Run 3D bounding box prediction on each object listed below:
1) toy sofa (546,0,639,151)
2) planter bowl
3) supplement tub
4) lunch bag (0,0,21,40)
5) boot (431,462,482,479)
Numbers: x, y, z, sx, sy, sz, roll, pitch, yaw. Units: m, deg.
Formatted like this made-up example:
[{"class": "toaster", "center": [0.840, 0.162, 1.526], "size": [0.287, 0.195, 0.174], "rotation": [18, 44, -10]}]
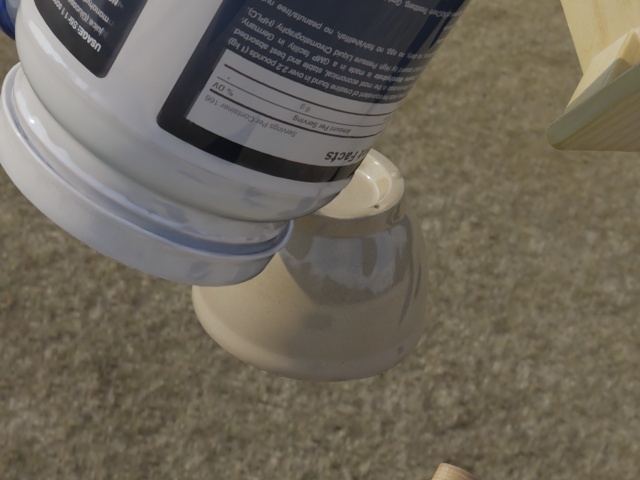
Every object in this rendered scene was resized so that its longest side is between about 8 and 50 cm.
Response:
[{"class": "toy sofa", "center": [0.204, -0.237, 0.749], "size": [0.177, 0.150, 0.362], "rotation": [0, 68, -32]}, {"class": "planter bowl", "center": [0.000, 0.000, 0.804], "size": [0.162, 0.109, 0.162], "rotation": [7, 37, -5]}, {"class": "supplement tub", "center": [-0.030, -0.132, 0.597], "size": [0.191, 0.272, 0.191], "rotation": [28, 25, -15]}, {"class": "lunch bag", "center": [-0.190, -0.283, 1.192], "size": [0.115, 0.243, 0.303], "rotation": [8, 0, 20]}, {"class": "boot", "center": [0.227, 0.443, 1.571], "size": [0.295, 0.104, 0.211], "rotation": [29, 69, -9]}]
